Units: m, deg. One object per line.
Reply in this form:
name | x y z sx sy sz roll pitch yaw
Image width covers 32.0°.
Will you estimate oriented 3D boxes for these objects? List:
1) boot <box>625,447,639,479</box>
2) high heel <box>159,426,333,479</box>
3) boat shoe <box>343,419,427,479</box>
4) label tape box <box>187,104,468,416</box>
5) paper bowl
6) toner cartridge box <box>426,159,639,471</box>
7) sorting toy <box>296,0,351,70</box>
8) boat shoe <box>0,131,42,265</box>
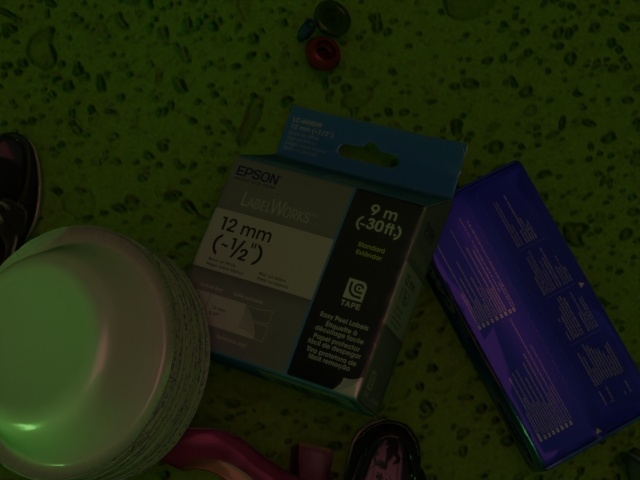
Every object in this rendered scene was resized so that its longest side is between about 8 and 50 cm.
boot | 0.365 0.381 1.335 0.208 0.076 0.190 -36 81 -4
high heel | -0.102 0.287 1.300 0.244 0.082 0.117 12 67 -16
boat shoe | 0.072 0.376 1.279 0.127 0.113 0.340 11 78 -3
label tape box | 0.000 0.000 1.312 0.249 0.115 0.348 16 78 21
paper bowl | -0.275 0.123 1.228 0.284 0.148 0.284 -7 72 21
toner cartridge box | 0.252 0.092 1.376 0.165 0.075 0.348 -26 81 -9
sorting toy | -0.001 -0.263 1.449 0.061 0.042 0.102 21 64 -16
boat shoe | -0.391 -0.024 1.340 0.084 0.079 0.233 12 76 -1
